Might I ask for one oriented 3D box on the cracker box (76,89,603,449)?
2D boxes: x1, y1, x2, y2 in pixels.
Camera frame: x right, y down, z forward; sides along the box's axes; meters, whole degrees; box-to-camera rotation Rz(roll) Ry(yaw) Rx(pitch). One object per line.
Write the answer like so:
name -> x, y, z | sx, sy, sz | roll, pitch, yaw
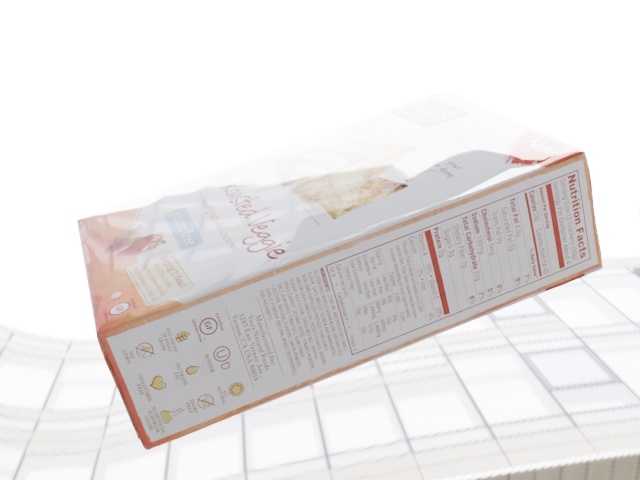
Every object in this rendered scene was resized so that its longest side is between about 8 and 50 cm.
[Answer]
cracker box -> 0.000, 0.000, 0.474 | 0.232, 0.156, 0.067 | -20, -66, -11
